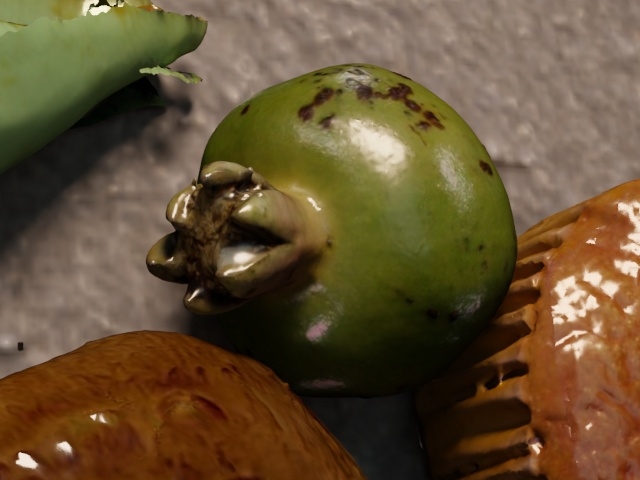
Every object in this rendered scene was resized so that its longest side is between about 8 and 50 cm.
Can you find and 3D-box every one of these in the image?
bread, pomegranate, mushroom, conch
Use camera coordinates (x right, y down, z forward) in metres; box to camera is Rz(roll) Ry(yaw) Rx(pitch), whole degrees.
[{"bbox_3d":[0.136,0.071,0.594,0.199,0.104,0.199,7,71,-21],"label":"bread"},{"bbox_3d":[0.000,0.000,0.538,0.142,0.114,0.115,-6,73,-59],"label":"pomegranate"},{"bbox_3d":[-0.062,0.131,0.459,0.231,0.138,0.194,-37,91,-30],"label":"mushroom"},{"bbox_3d":[-0.114,-0.072,0.547,0.170,0.079,0.106,-25,90,-45],"label":"conch"}]
